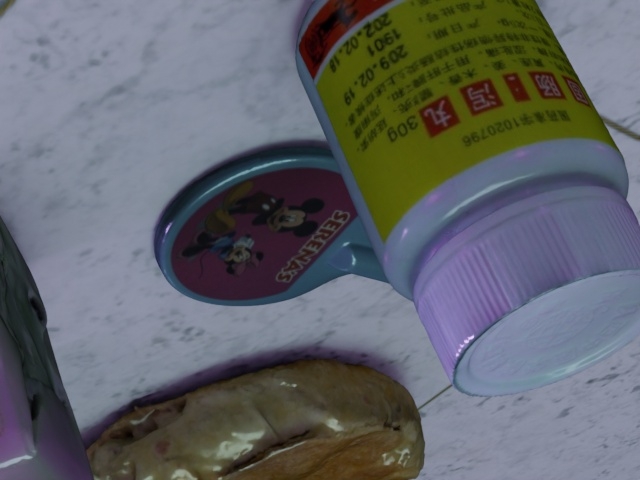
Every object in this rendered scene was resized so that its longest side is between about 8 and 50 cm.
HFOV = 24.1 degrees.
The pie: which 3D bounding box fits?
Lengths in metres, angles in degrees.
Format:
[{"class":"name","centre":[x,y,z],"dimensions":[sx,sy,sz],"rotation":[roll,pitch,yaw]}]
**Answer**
[{"class":"pie","centre":[-0.065,0.207,1.247],"dimensions":[0.339,0.083,0.339],"rotation":[-16,147,-11]}]

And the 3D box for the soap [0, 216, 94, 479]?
[{"class":"soap","centre":[-0.248,0.093,0.841],"dimensions":[0.199,0.182,0.138],"rotation":[-20,150,-4]}]

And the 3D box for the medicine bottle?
[{"class":"medicine bottle","centre":[0.083,-0.042,0.806],"dimensions":[0.139,0.225,0.139],"rotation":[-17,151,-10]}]

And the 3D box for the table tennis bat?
[{"class":"table tennis bat","centre":[0.000,0.000,1.012],"dimensions":[0.244,0.040,0.153],"rotation":[14,133,-40]}]
